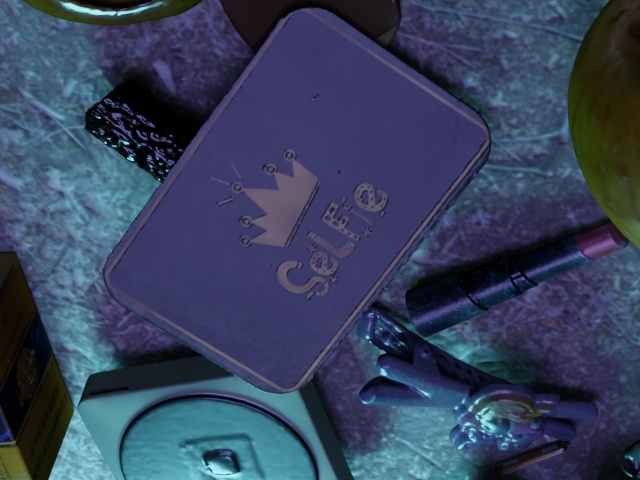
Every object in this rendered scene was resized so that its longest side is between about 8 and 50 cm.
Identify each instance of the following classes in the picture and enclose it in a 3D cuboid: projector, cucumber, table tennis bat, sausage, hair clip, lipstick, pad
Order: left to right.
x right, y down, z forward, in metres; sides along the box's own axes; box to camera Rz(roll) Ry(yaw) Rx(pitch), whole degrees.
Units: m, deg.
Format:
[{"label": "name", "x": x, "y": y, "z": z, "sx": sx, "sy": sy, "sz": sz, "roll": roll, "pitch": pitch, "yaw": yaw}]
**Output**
[{"label": "cucumber", "x": -0.098, "y": -0.060, "z": 1.560, "sx": 0.300, "sy": 0.072, "sz": 0.072, "roll": 33, "pitch": 125, "yaw": -14}, {"label": "projector", "x": -0.110, "y": 0.236, "z": 1.781, "sx": 0.257, "sy": 0.079, "sz": 0.259, "roll": -10, "pitch": 124, "yaw": 18}, {"label": "pad", "x": 0.001, "y": 0.000, "z": 1.516, "sx": 0.315, "sy": 0.063, "sz": 0.375, "roll": 32, "pitch": 112, "yaw": -14}, {"label": "table tennis bat", "x": 0.016, "y": -0.191, "z": 1.474, "sx": 0.154, "sy": 0.021, "sz": 0.274, "roll": -29, "pitch": 115, "yaw": 27}, {"label": "hair clip", "x": 0.155, "y": 0.169, "z": 1.677, "sx": 0.278, "sy": 0.090, "sz": 0.137, "roll": 25, "pitch": 135, "yaw": -8}, {"label": "lipstick", "x": 0.202, "y": 0.037, "z": 1.597, "sx": 0.234, "sy": 0.053, "sz": 0.053, "roll": -21, "pitch": 120, "yaw": 21}, {"label": "sausage", "x": 0.236, "y": 0.245, "z": 1.766, "sx": 0.100, "sy": 0.015, "sz": 0.015, "roll": -25, "pitch": 118, "yaw": 26}]

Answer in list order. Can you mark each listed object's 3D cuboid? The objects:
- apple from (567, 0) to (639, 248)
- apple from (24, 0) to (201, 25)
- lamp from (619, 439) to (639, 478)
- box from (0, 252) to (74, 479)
[{"label": "apple", "x": 0.363, "y": -0.103, "z": 1.315, "sx": 0.275, "sy": 0.299, "sz": 0.299, "roll": 35, "pitch": 125, "yaw": -25}, {"label": "apple", "x": -0.172, "y": -0.283, "z": 1.320, "sx": 0.237, "sy": 0.207, "sz": 0.237, "roll": 4, "pitch": 128, "yaw": 5}, {"label": "lamp", "x": 0.456, "y": 0.215, "z": 1.441, "sx": 0.272, "sy": 0.205, "sz": 0.374, "roll": 53, "pitch": 164, "yaw": 17}, {"label": "box", "x": -0.347, "y": 0.151, "z": 1.715, "sx": 0.070, "sy": 0.152, "sz": 0.237, "roll": -6, "pitch": 126, "yaw": 14}]
